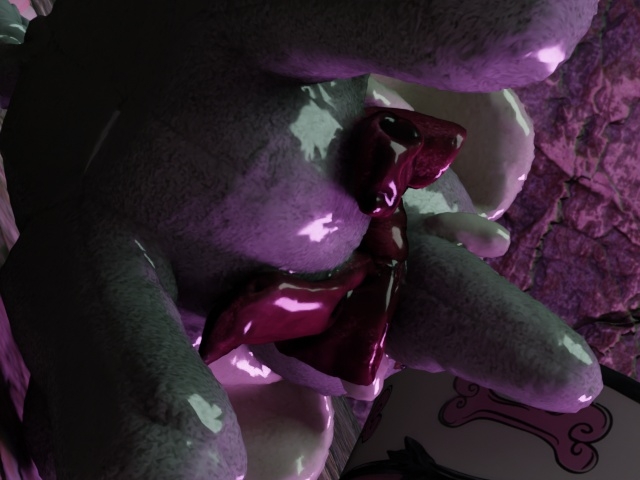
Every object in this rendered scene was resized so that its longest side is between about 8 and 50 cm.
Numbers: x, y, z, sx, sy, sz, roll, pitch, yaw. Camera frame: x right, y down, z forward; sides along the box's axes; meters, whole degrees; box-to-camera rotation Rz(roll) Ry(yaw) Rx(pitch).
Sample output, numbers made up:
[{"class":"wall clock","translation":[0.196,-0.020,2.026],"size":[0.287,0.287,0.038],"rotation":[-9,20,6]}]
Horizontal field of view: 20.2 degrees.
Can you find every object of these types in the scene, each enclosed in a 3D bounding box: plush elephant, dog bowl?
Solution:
[{"class":"plush elephant","translation":[0.000,0.000,0.747],"size":[0.255,0.272,0.330],"rotation":[30,-1,-39]},{"class":"dog bowl","translation":[0.164,0.258,1.197],"size":[0.408,0.150,0.408],"rotation":[31,-30,20]}]

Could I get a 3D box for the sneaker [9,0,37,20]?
[{"class":"sneaker","translation":[-0.180,-0.134,0.931],"size":[0.134,0.051,0.070],"rotation":[-108,175,-51]}]
